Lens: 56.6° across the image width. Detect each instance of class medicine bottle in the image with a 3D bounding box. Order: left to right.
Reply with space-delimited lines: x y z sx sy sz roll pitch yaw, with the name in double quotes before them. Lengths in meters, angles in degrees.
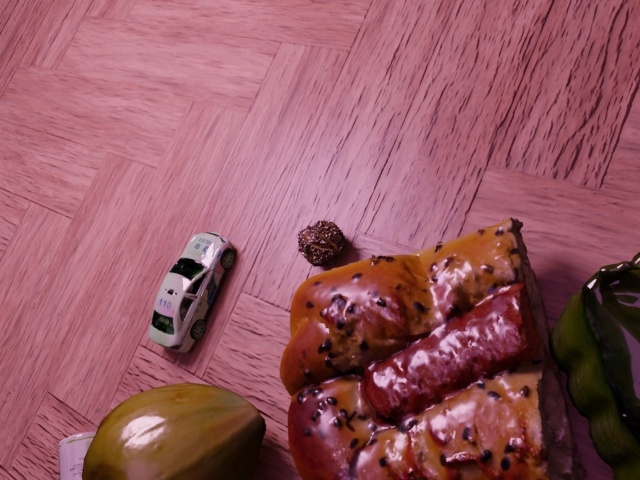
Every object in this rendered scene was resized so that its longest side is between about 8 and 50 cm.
"medicine bottle" -0.394 0.426 1.008 0.086 0.086 0.183 -25 62 17

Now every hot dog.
"hot dog" 0.115 0.177 0.789 0.366 0.196 0.367 -17 62 25

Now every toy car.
"toy car" -0.237 0.085 1.063 0.090 0.076 0.224 15 79 32

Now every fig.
"fig" -0.202 0.327 0.872 0.271 0.239 0.239 -26 60 -5

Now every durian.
"durian" 0.000 0.000 0.978 0.080 0.080 0.091 -40 47 8

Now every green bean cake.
"green bean cake" 0.441 0.142 0.586 0.335 0.218 0.319 -25 64 1
